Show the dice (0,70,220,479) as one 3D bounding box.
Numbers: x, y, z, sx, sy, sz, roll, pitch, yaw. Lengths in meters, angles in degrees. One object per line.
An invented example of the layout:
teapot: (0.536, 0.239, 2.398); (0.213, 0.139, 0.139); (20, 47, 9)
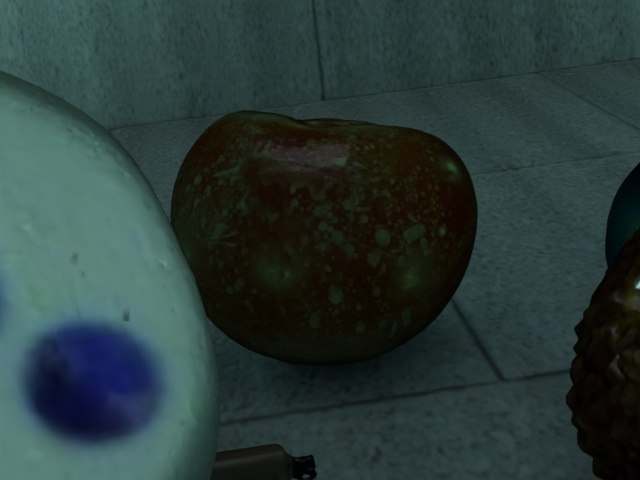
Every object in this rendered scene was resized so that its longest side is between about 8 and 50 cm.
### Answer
dice: (-0.258, 0.083, 0.658); (0.304, 0.277, 0.304); (-15, -15, -39)

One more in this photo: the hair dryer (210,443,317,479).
hair dryer: (-0.092, 0.169, 0.880); (0.181, 0.064, 0.117); (-3, 17, -16)

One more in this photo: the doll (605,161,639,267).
doll: (0.371, -0.007, 1.047); (0.321, 0.186, 0.198); (-14, 18, -31)

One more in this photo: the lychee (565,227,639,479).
lychee: (0.291, 0.072, 0.728); (0.267, 0.268, 0.267); (-6, 17, 2)

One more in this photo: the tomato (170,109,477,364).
tomato: (0.000, 0.000, 1.105); (0.270, 0.223, 0.270); (9, 5, -1)
